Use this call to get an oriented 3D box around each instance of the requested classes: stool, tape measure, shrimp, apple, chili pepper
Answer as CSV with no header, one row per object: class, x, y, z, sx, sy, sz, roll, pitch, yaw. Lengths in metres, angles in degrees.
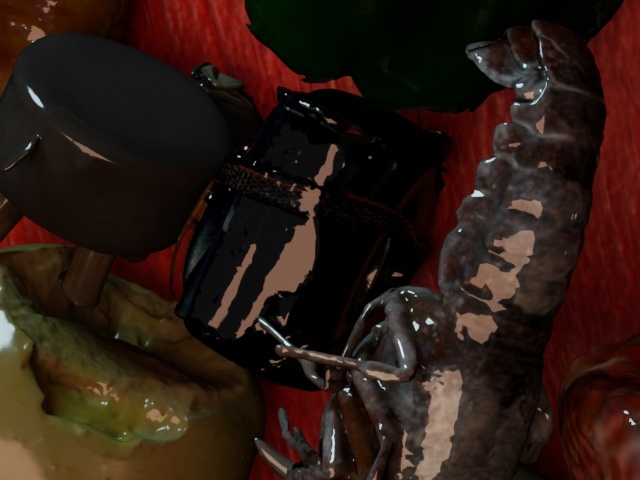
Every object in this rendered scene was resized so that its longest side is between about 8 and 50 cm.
stool,-0.132,-0.046,1.275,0.139,0.228,0.153,-60,41,30
tape measure,0.000,0.000,1.250,0.135,0.223,0.202,28,99,17
shrimp,0.070,0.071,1.108,0.221,0.166,0.410,16,109,-33
apple,-0.179,0.142,1.310,0.279,0.279,0.279,4,102,17
chili pepper,0.075,-0.214,1.183,0.249,0.233,0.256,35,115,12

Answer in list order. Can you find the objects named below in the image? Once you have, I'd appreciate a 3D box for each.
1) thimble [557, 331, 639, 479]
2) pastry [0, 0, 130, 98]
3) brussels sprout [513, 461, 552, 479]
thimble,0.318,0.169,1.127,0.350,0.350,0.230,-6,99,18
pastry,-0.234,-0.209,1.344,0.218,0.100,0.229,27,113,14
brussels sprout,0.102,0.245,1.276,0.244,0.244,0.244,4,102,17
